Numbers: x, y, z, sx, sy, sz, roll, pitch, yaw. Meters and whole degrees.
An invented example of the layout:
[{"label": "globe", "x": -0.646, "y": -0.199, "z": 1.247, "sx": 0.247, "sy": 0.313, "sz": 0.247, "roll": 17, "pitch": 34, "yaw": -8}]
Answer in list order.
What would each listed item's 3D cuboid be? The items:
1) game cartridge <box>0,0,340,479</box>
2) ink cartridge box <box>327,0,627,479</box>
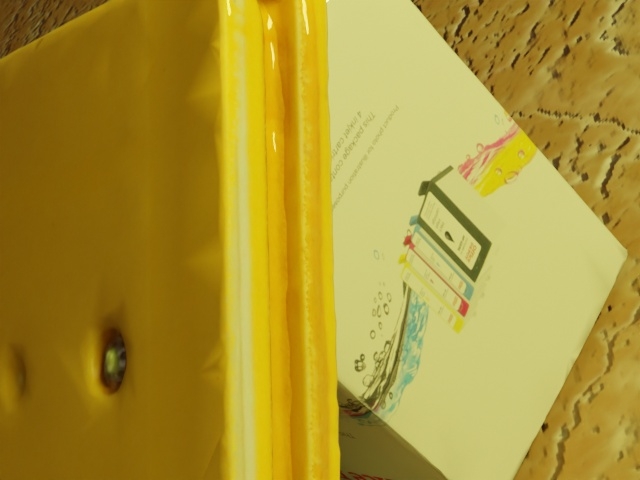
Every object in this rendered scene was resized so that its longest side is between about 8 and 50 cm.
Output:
[{"label": "game cartridge", "x": -0.105, "y": 0.058, "z": 0.691, "sx": 0.324, "sy": 0.053, "sz": 0.285, "roll": -14, "pitch": 75, "yaw": 54}, {"label": "ink cartridge box", "x": 0.000, "y": 0.000, "z": 0.829, "sx": 0.171, "sy": 0.233, "sz": 0.168, "roll": 1, "pitch": 53, "yaw": 52}]
